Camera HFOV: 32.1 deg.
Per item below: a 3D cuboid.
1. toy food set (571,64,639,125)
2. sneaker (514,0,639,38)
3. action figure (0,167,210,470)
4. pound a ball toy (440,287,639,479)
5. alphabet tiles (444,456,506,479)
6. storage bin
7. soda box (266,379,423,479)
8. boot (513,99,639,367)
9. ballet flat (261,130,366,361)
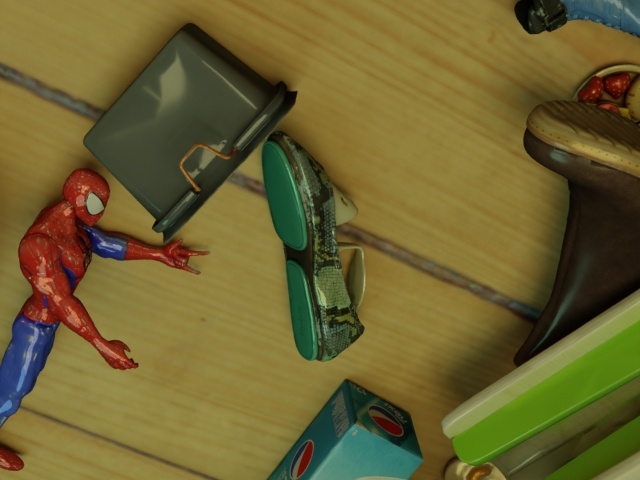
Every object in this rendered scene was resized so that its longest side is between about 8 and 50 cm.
[{"bbox_3d":[0.225,-0.090,0.829,0.083,0.020,0.082,5,114,-9],"label":"toy food set"},{"bbox_3d":[0.182,-0.162,0.768,0.084,0.058,0.152,-43,108,7],"label":"sneaker"},{"bbox_3d":[-0.178,0.081,0.829,0.139,0.091,0.280,18,113,-7],"label":"action figure"},{"bbox_3d":[0.231,0.177,0.796,0.319,0.208,0.136,-38,132,21],"label":"pound a ball toy"},{"bbox_3d":[0.238,0.277,0.971,0.284,0.021,0.278,-27,100,7],"label":"alphabet tiles"},{"bbox_3d":[-0.095,-0.078,0.765,0.091,0.098,0.135,41,104,-11],"label":"storage bin"},{"bbox_3d":[-0.007,0.223,0.925,0.071,0.067,0.210,30,109,-18],"label":"soda box"},{"bbox_3d":[0.205,0.021,0.824,0.248,0.090,0.207,19,115,-30],"label":"boot"},{"bbox_3d":[0.000,0.000,0.832,0.070,0.070,0.188,-8,117,-2],"label":"ballet flat"}]
